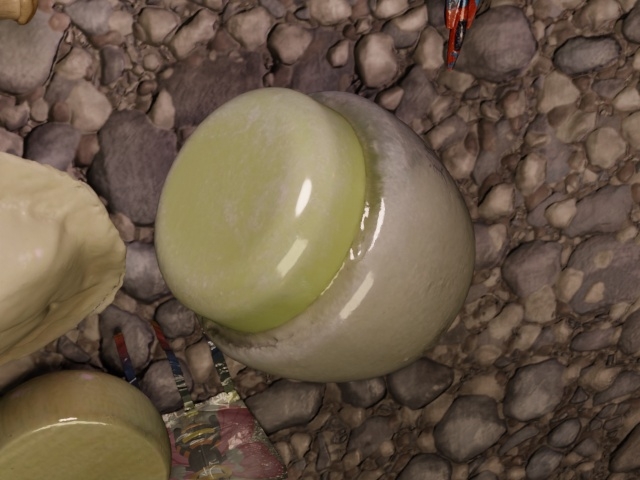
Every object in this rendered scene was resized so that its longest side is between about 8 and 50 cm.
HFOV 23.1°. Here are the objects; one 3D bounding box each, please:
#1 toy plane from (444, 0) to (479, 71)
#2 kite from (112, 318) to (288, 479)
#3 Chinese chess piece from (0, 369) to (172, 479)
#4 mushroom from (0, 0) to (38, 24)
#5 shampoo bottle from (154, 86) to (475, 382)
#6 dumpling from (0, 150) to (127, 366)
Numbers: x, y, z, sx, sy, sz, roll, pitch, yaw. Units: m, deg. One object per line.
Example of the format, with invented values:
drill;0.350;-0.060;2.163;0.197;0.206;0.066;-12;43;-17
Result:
toy plane;0.158;-0.281;1.765;0.130;0.061;0.189;-4;130;-19
kite;-0.165;0.228;2.043;0.204;0.022;0.360;-15;129;-6
Chinese chess piece;-0.311;0.275;1.958;0.250;0.101;0.250;-8;129;-10
mushroom;-0.404;-0.261;1.548;0.247;0.096;0.108;6;122;-30
shampoo bottle;0.000;0.000;1.743;0.322;0.322;0.317;-46;134;15
dumpling;-0.370;0.056;1.715;0.315;0.233;0.395;12;134;-31
